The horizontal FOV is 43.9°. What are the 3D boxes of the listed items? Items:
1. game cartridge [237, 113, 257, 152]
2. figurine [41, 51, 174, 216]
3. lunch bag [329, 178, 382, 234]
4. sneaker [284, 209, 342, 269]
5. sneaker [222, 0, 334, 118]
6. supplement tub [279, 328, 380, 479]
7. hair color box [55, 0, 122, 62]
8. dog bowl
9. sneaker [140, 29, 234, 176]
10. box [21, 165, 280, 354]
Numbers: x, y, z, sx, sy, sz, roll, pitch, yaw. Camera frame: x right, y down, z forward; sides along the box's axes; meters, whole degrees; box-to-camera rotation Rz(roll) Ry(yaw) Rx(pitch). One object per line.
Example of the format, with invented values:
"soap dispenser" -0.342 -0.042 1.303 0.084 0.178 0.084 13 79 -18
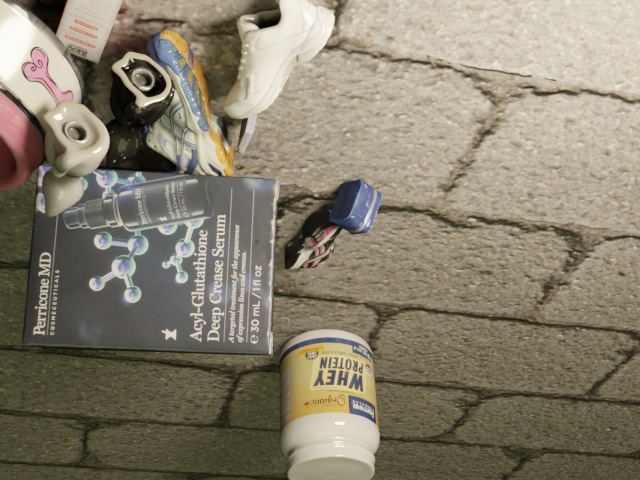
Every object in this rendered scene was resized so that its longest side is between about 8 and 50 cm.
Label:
"game cartridge" -0.118 -0.189 1.293 0.017 0.083 0.056 14 139 -12
"figurine" -0.321 -0.139 1.152 0.092 0.215 0.209 41 146 0
"lunch bag" 0.069 -0.062 1.455 0.065 0.099 0.067 33 160 -32
"sneaker" 0.000 0.000 1.560 0.077 0.072 0.178 9 149 -32
"sneaker" -0.089 -0.284 1.190 0.115 0.090 0.232 31 122 -26
"supplement tub" 0.018 0.389 1.829 0.228 0.316 0.228 -2 141 -1
"hair color box" -0.331 -0.329 1.141 0.071 0.043 0.141 18 136 -23
"dog bowl" -0.547 -0.212 1.094 0.407 0.151 0.408 11 155 5
"sneaker" -0.235 -0.195 1.259 0.130 0.112 0.296 -8 140 7
"box" -0.276 0.045 1.363 0.395 0.294 0.212 2 171 -7
